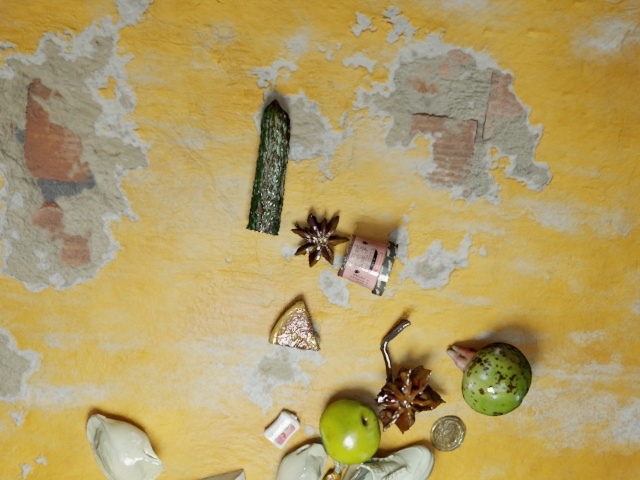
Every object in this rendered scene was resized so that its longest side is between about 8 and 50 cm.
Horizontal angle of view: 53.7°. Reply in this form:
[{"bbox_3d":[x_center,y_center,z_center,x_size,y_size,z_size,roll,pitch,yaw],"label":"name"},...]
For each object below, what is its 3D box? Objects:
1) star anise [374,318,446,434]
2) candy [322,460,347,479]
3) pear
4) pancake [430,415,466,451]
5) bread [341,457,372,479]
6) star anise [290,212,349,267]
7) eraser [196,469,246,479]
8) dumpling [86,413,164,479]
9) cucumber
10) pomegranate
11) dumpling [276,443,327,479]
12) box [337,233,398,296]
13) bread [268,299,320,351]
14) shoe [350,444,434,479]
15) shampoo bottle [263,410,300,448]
[{"bbox_3d":[0.240,0.395,1.775,0.237,0.148,0.347,-6,95,-26],"label":"star anise"},{"bbox_3d":[0.029,0.703,1.839,0.053,0.046,0.182,24,99,-10],"label":"candy"},{"bbox_3d":[0.071,0.542,1.774,0.166,0.216,0.180,-20,69,-39],"label":"pear"},{"bbox_3d":[0.377,0.571,1.866,0.114,0.011,0.115,-1,99,-4],"label":"pancake"},{"bbox_3d":[0.095,0.716,1.841,0.073,0.053,0.215,25,94,-11],"label":"bread"},{"bbox_3d":[0.000,-0.001,1.746,0.167,0.057,0.168,0,96,-3],"label":"star anise"},{"bbox_3d":[-0.284,0.880,1.816,0.212,0.082,0.397,-12,97,-2],"label":"eraser"},{"bbox_3d":[-0.558,0.595,1.748,0.252,0.131,0.179,35,117,2],"label":"dumpling"},{"bbox_3d":[-0.131,-0.197,1.700,0.096,0.096,0.360,9,93,-5],"label":"cucumber"},{"bbox_3d":[0.462,0.370,1.772,0.247,0.214,0.214,30,95,32],"label":"pomegranate"},{"bbox_3d":[-0.045,0.673,1.806,0.181,0.111,0.155,-30,131,9],"label":"dumpling"},{"bbox_3d":[0.127,0.060,1.721,0.135,0.151,0.151,19,95,1],"label":"box"},{"bbox_3d":[-0.083,0.258,1.772,0.135,0.054,0.155,-22,92,-3],"label":"bread"},{"bbox_3d":[0.172,0.654,1.758,0.316,0.124,0.159,-38,128,-16],"label":"shoe"},{"bbox_3d":[-0.105,0.536,1.808,0.072,0.043,0.099,42,92,-8],"label":"shampoo bottle"}]
